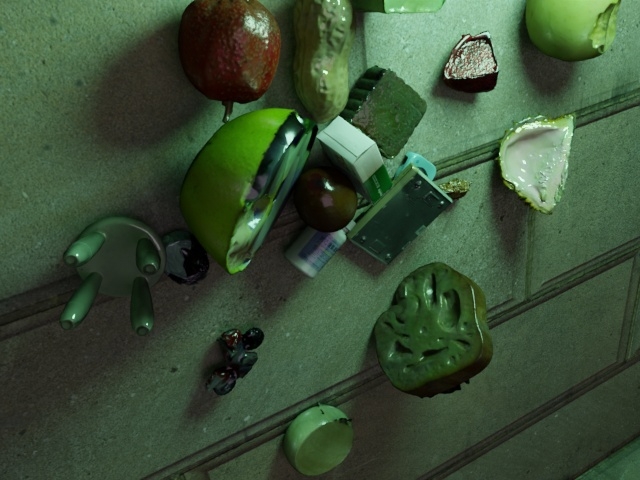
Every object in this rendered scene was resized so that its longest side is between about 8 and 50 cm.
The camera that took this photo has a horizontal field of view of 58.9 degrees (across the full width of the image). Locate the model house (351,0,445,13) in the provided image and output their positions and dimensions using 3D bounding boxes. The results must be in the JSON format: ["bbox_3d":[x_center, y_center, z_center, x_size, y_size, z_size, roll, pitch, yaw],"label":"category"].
[{"bbox_3d":[0.147,-0.598,1.210,0.195,0.189,0.214,-20,119,-31],"label":"model house"}]

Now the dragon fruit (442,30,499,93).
[{"bbox_3d":[0.388,-0.460,1.497,0.161,0.120,0.127,-10,164,1],"label":"dragon fruit"}]

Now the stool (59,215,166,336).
[{"bbox_3d":[-0.424,0.074,1.176,0.195,0.198,0.195,7,114,-15],"label":"stool"}]

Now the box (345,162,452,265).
[{"bbox_3d":[0.218,-0.063,1.568,0.270,0.045,0.211,-45,128,13],"label":"box"}]

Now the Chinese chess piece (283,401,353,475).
[{"bbox_3d":[-0.003,0.627,1.786,0.238,0.092,0.237,-12,119,-24],"label":"Chinese chess piece"}]

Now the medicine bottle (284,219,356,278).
[{"bbox_3d":[0.000,0.000,1.472,0.186,0.103,0.103,-49,127,0],"label":"medicine bottle"}]

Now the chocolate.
[{"bbox_3d":[0.011,-0.106,1.362,0.177,0.177,0.176,-13,119,-25],"label":"chocolate"}]

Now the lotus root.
[{"bbox_3d":[0.331,0.265,1.642,0.111,0.375,0.390,28,85,-41],"label":"lotus root"}]

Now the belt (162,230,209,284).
[{"bbox_3d":[-0.322,0.041,1.333,0.105,0.058,0.140,-29,128,-6],"label":"belt"}]

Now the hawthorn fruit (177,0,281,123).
[{"bbox_3d":[-0.185,-0.361,1.134,0.205,0.205,0.253,-5,122,-29],"label":"hawthorn fruit"}]

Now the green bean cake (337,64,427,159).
[{"bbox_3d":[0.151,-0.318,1.408,0.181,0.094,0.173,31,95,-36],"label":"green bean cake"}]

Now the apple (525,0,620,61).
[{"bbox_3d":[0.666,-0.607,1.475,0.279,0.279,0.279,-13,119,-25],"label":"apple"}]

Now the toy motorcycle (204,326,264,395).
[{"bbox_3d":[-0.237,0.318,1.501,0.122,0.082,0.213,27,97,-38],"label":"toy motorcycle"}]

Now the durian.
[{"bbox_3d":[0.616,-0.250,1.688,0.196,0.185,0.305,9,105,-13],"label":"durian"}]

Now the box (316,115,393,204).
[{"bbox_3d":[0.087,-0.190,1.373,0.081,0.135,0.199,-45,148,-3],"label":"box"}]

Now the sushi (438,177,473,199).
[{"bbox_3d":[0.392,-0.153,1.651,0.118,0.061,0.060,-24,150,-26],"label":"sushi"}]

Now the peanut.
[{"bbox_3d":[0.008,-0.412,1.258,0.149,0.149,0.313,-13,121,-25],"label":"peanut"}]

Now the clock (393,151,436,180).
[{"bbox_3d":[0.248,-0.165,1.572,0.108,0.045,0.147,28,98,-36],"label":"clock"}]

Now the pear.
[{"bbox_3d":[-0.169,-0.126,1.207,0.165,0.399,0.398,28,99,3],"label":"pear"}]
